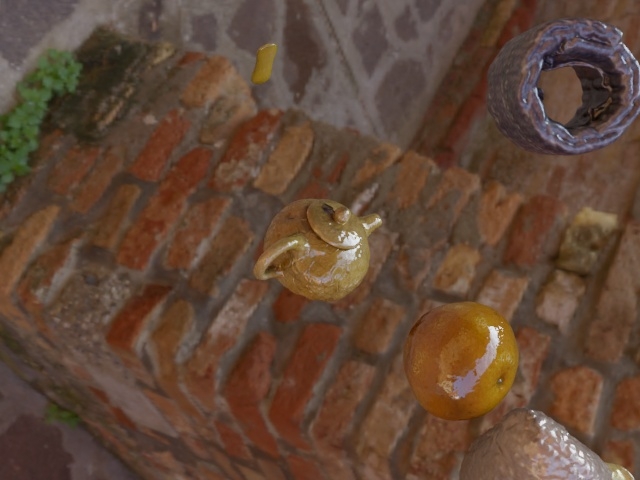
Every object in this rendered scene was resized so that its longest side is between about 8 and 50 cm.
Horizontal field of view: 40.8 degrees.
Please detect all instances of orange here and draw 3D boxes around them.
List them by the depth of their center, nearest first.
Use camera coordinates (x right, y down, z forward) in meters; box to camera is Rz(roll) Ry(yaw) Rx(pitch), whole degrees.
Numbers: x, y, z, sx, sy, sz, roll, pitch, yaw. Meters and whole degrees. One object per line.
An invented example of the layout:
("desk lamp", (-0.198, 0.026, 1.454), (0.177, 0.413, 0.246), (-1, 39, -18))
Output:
("orange", (0.177, 0.153, 1.110), (0.159, 0.136, 0.159), (-27, 130, -37))

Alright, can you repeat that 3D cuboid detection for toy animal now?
("toy animal", (0.335, 0.391, 1.356), (0.188, 0.226, 0.358), (-52, 170, -20))

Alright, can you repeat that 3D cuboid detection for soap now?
("soap", (-0.087, -0.270, 1.316), (0.034, 0.012, 0.089), (-15, 154, -23))

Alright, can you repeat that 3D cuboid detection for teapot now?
("teapot", (0.000, 0.000, 1.604), (0.311, 0.203, 0.167), (-16, 149, -45))

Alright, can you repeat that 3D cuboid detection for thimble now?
("thimble", (0.258, -0.163, 0.922), (0.098, 0.150, 0.150), (-151, -109, -79))
